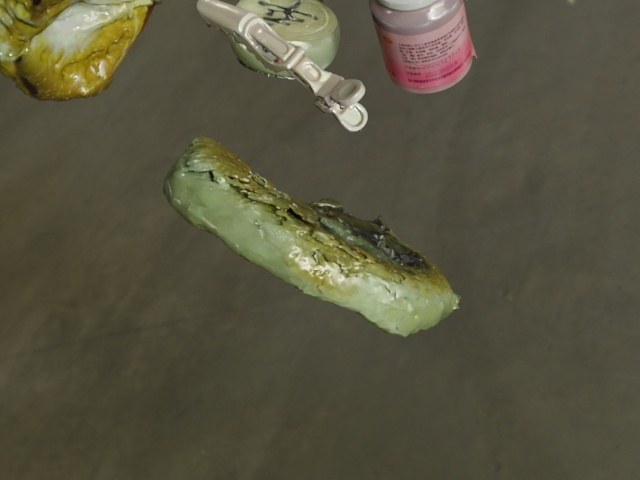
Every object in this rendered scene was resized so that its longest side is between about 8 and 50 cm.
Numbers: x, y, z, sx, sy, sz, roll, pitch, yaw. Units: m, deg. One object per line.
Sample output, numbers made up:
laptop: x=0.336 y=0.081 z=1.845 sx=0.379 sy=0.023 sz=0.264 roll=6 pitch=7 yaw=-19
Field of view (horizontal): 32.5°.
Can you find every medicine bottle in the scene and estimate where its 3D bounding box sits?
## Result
medicine bottle: x=0.147 y=-0.343 z=1.646 sx=0.147 sy=0.247 sz=0.147 roll=-8 pitch=53 yaw=11

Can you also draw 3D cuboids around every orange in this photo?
orange: x=-0.360 y=-0.363 z=1.521 sx=0.271 sy=0.210 sz=0.369 roll=-42 pitch=-7 yaw=-42

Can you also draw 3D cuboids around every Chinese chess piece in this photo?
Chinese chess piece: x=-0.060 y=-0.349 z=1.845 sx=0.188 sy=0.188 sz=0.083 roll=-90 pitch=9 yaw=-52

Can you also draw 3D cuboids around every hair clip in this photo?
hair clip: x=-0.041 y=-0.197 z=1.149 sx=0.034 sy=0.226 sz=0.072 roll=-50 pitch=-8 yaw=-15

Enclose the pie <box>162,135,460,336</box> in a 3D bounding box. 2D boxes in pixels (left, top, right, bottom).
pie: x=0.000 y=0.000 z=1.209 sx=0.078 sy=0.371 sz=0.296 roll=-59 pitch=41 yaw=13
